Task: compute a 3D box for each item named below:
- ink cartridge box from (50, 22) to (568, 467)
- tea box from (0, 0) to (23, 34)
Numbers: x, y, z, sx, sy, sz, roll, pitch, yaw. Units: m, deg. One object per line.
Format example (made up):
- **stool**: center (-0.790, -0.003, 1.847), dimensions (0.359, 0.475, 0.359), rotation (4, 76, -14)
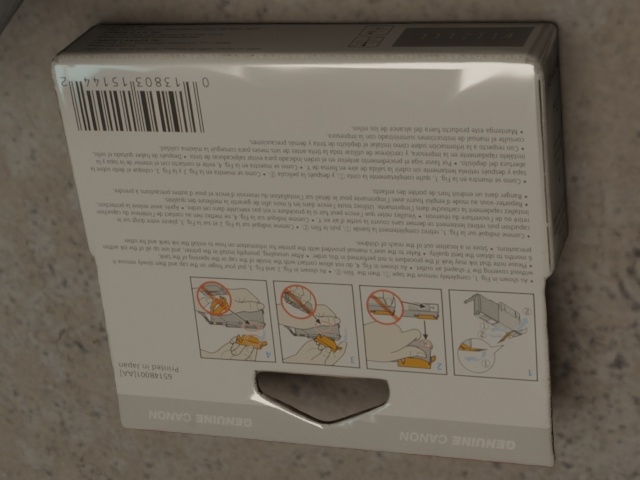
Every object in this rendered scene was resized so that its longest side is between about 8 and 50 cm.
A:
- **ink cartridge box**: center (0.000, 0.000, 0.972), dimensions (0.296, 0.066, 0.261), rotation (3, 117, 19)
- **tea box**: center (-0.291, -0.253, 0.745), dimensions (0.329, 0.220, 0.323), rotation (22, 141, 2)
